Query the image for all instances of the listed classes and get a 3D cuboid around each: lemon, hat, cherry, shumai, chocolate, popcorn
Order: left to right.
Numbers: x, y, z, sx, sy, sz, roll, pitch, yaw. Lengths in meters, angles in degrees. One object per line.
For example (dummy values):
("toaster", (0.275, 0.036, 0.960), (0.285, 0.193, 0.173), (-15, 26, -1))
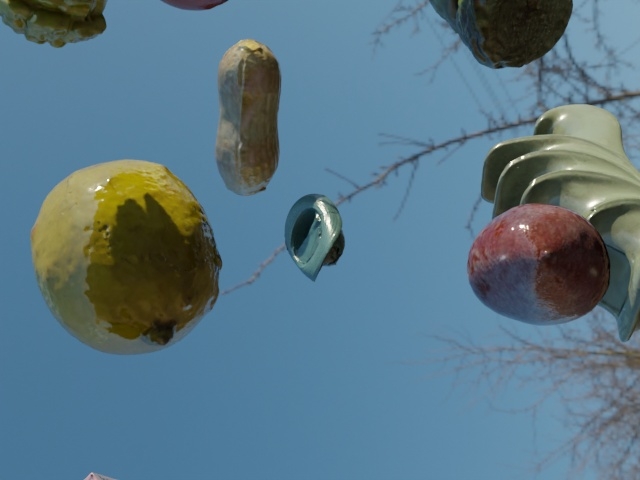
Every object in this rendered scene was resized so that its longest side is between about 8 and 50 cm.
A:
("popcorn", (-0.316, -0.319, 1.032), (0.173, 0.173, 0.142), (-58, -34, -33))
("lemon", (-0.268, 0.018, 1.178), (0.260, 0.260, 0.284), (43, -144, -44))
("chocolate", (-0.140, -0.233, 1.661), (0.134, 0.134, 0.309), (-20, -59, -50))
("hat", (0.000, 0.000, 1.569), (0.078, 0.191, 0.138), (16, -64, -31))
("shumai", (0.376, -0.556, 1.882), (0.304, 0.263, 0.309), (10, -68, -43))
("cherry", (0.171, 0.029, 0.693), (0.225, 0.107, 0.090), (61, -153, -73))

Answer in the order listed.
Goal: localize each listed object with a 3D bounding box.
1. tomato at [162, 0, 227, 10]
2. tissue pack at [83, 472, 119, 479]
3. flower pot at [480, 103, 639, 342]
("tomato", (-0.159, -0.450, 1.242), (0.180, 0.260, 0.260), (44, -124, -25))
("tissue pack", (-0.215, 0.389, 1.059), (0.092, 0.148, 0.246), (-45, -28, -6))
("flower pot", (0.371, -0.031, 1.056), (0.254, 0.367, 0.164), (-30, -43, -27))
